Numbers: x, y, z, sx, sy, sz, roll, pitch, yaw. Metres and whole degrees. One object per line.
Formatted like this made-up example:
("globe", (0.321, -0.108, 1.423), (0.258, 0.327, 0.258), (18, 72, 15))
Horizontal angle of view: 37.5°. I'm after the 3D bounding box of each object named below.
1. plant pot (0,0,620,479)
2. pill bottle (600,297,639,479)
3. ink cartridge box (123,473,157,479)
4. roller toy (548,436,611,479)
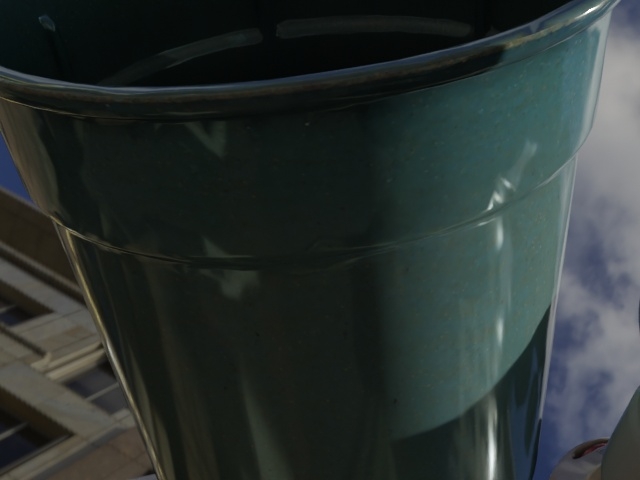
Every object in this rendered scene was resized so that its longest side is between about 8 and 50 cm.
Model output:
("plant pot", (0.000, 0.000, 0.558), (0.341, 0.341, 0.334), (8, -55, 23))
("pill bottle", (0.219, 0.003, 0.328), (0.169, 0.169, 0.301), (29, -56, 17))
("ink cartridge box", (-0.148, 0.331, 1.093), (0.203, 0.148, 0.086), (-9, -75, -15))
("roller toy", (0.415, 0.370, 1.285), (0.209, 0.146, 0.191), (29, -96, -5))
